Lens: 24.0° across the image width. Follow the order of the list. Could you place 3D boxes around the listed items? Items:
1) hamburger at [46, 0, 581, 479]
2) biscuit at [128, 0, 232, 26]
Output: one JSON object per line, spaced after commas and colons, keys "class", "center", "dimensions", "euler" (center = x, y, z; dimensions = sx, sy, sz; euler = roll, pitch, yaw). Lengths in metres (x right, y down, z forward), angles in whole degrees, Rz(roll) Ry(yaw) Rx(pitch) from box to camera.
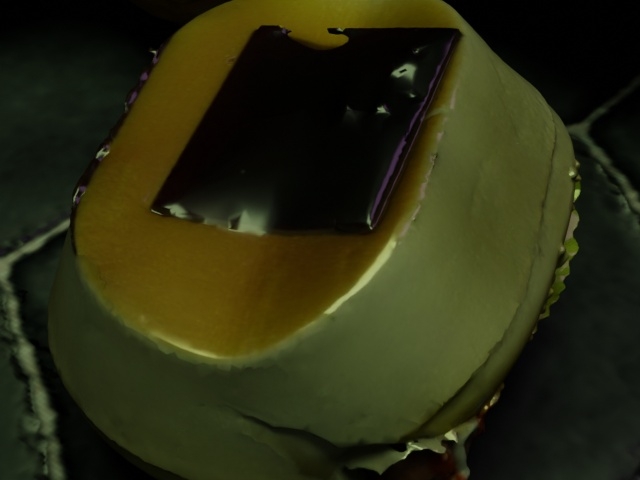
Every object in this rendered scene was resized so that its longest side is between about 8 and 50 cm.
{"class": "hamburger", "center": [0.000, 0.000, 0.526], "dimensions": [0.173, 0.116, 0.210], "euler": [3, 45, 16]}
{"class": "biscuit", "center": [-0.195, -0.267, 0.716], "dimensions": [0.455, 0.078, 0.350], "euler": [-2, 73, 5]}
